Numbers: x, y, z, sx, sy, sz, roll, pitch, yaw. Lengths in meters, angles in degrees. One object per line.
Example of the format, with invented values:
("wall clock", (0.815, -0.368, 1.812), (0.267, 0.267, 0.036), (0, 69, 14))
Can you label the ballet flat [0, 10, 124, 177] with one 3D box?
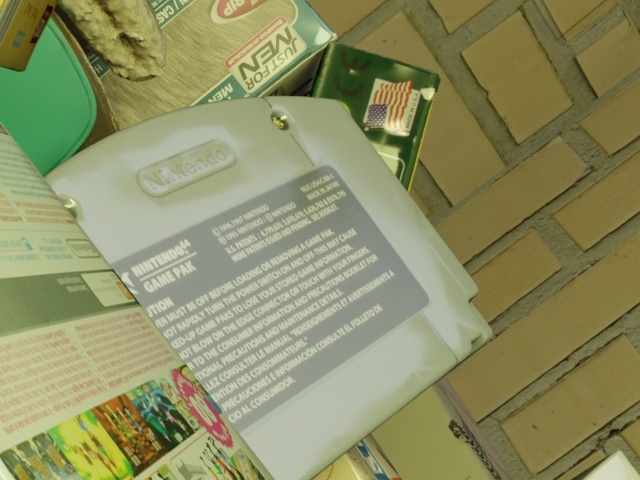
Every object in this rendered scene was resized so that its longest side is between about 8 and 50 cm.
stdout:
("ballet flat", (-0.157, -0.041, 0.789), (0.316, 0.107, 0.106), (57, -18, -26))

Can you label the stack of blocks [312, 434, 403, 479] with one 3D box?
("stack of blocks", (0.042, 0.213, 0.801), (0.297, 0.087, 0.171), (54, 4, 14))

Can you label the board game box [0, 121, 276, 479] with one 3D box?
("board game box", (-0.092, 0.076, 0.417), (0.303, 0.097, 0.224), (52, 5, 4))

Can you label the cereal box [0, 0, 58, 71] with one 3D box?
("cereal box", (-0.199, -0.122, 0.428), (0.240, 0.047, 0.173), (25, 3, -10))

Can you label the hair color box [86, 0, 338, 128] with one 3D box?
("hair color box", (-0.077, -0.114, 1.090), (0.105, 0.174, 0.347), (51, 1, 3))

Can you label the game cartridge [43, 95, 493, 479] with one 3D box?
("game cartridge", (-0.042, 0.027, 0.715), (0.198, 0.062, 0.297), (51, 38, 9))

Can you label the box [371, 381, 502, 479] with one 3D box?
("box", (0.118, 0.228, 1.449), (0.113, 0.094, 0.275), (50, 6, -38))

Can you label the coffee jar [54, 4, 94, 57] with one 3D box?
("coffee jar", (-0.184, -0.208, 0.940), (0.096, 0.079, 0.184), (52, 21, -45))

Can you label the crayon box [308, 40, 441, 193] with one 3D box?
("crayon box", (0.000, 0.000, 1.028), (0.081, 0.202, 0.318), (16, -11, -2))

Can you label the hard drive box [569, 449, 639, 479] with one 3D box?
("hard drive box", (0.110, 0.229, 0.633), (0.232, 0.089, 0.181), (-25, 74, -48))

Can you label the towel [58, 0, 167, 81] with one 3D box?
("towel", (-0.166, -0.216, 0.723), (0.187, 0.049, 0.282), (66, 4, 31))
